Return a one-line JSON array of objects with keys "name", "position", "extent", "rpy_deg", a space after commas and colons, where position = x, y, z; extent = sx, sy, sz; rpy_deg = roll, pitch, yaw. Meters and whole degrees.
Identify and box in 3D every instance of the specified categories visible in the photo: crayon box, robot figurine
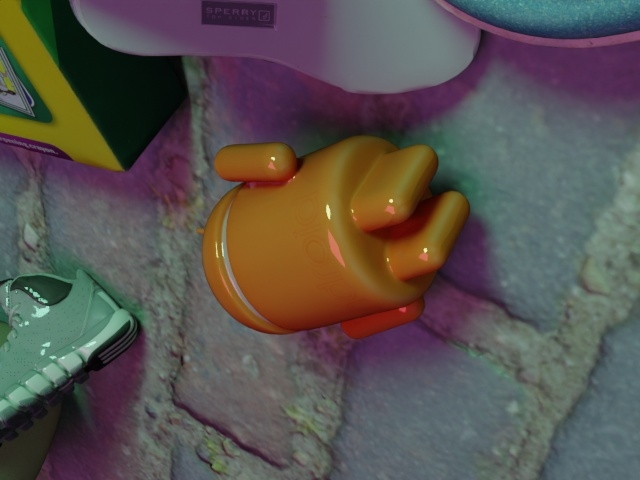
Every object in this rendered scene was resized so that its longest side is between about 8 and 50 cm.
[{"name": "crayon box", "position": [-0.321, -0.223, 0.707], "extent": [0.362, 0.106, 0.313], "rpy_deg": [16, 149, 28]}, {"name": "robot figurine", "position": [-0.001, -0.002, 0.671], "extent": [0.219, 0.158, 0.128], "rpy_deg": [-19, 66, 42]}]

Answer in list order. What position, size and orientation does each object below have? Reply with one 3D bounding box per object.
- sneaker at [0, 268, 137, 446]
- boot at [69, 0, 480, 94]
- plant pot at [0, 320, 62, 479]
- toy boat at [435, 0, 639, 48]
[{"name": "sneaker", "position": [-0.310, 0.111, 0.917], "extent": [0.132, 0.228, 0.086], "rpy_deg": [48, 157, 13]}, {"name": "boot", "position": [-0.027, -0.172, 0.605], "extent": [0.258, 0.123, 0.095], "rpy_deg": [7, 128, -9]}, {"name": "plant pot", "position": [-0.408, 0.195, 1.028], "extent": [0.284, 0.191, 0.284], "rpy_deg": [30, 138, 32]}, {"name": "toy boat", "position": [0.110, -0.242, 0.425], "extent": [0.267, 0.148, 0.318], "rpy_deg": [-7, 112, 38]}]
